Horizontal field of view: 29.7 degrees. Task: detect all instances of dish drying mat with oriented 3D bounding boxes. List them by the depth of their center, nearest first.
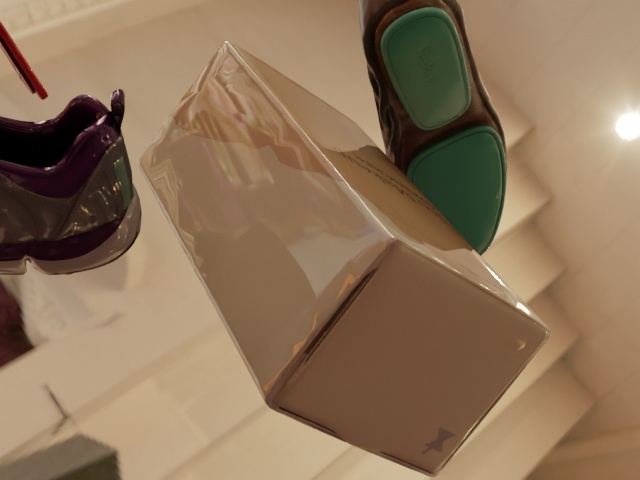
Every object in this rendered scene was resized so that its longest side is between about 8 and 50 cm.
[{"bbox_3d":[-0.170,-0.110,0.635,0.032,0.008,0.083,47,-12,40],"label":"dish drying mat"}]

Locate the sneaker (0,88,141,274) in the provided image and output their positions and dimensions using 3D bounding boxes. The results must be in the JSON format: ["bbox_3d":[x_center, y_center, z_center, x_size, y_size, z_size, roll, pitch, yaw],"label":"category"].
[{"bbox_3d":[-0.202,-0.026,0.600,0.083,0.223,0.098,-121,-154,-43],"label":"sneaker"}]

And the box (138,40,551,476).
[{"bbox_3d":[0.000,0.000,0.800,0.121,0.148,0.311,-53,-144,11],"label":"box"}]

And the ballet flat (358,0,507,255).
[{"bbox_3d":[0.086,-0.101,0.920,0.280,0.095,0.096,74,-4,-47],"label":"ballet flat"}]
